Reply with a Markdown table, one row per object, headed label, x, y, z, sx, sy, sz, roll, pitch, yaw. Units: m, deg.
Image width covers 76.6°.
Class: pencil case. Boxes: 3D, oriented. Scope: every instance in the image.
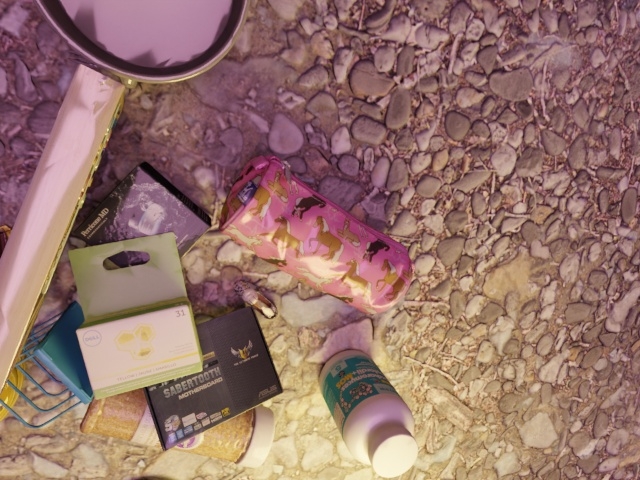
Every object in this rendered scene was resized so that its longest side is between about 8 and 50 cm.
| label | x | y | z | sx | sy | sz | roll | pitch | yaw |
| --- | --- | --- | --- | --- | --- | --- | --- | --- | --- |
| pencil case | 0.000 | 0.000 | 0.782 | 0.385 | 0.167 | 0.160 | 32 | 61 | -22 |

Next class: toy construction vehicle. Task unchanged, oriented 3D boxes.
| label | x | y | z | sx | sy | sz | roll | pitch | yaw |
| --- | --- | --- | --- | --- | --- | --- | --- | --- | --- |
| toy construction vehicle | -0.495 | 0.000 | 0.693 | 0.098 | 0.035 | 0.086 | -14 | 108 | -13 |

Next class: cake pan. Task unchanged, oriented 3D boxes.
| label | x | y | z | sx | sy | sz | roll | pitch | yaw |
| --- | --- | --- | --- | --- | --- | --- | --- | --- | --- |
| cake pan | -0.244 | -0.375 | 0.560 | 0.292 | 0.054 | 0.294 | -7 | 113 | -18 |

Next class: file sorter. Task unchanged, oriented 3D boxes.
| label | x | y | z | sx | sy | sz | roll | pitch | yaw |
| --- | --- | --- | --- | --- | --- | --- | --- | --- | --- |
| file sorter | -0.450 | 0.209 | 0.692 | 0.104 | 0.170 | 0.118 | -32 | 111 | -4 |

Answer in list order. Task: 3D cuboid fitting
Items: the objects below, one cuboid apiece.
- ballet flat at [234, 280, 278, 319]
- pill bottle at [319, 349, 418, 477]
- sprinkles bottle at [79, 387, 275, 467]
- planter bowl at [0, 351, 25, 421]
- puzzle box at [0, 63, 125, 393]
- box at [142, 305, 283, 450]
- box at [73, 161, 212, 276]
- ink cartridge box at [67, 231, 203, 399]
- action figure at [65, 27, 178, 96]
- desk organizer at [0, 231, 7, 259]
| label | x | y | z | sx | sy | sz | roll | pitch | yaw |
| --- | --- | --- | --- | --- | --- | --- | --- | --- | --- |
| ballet flat | -0.130 | 0.125 | 0.836 | 0.041 | 0.041 | 0.114 | -47 | 112 | -1 |
| pill bottle | 0.099 | 0.354 | 0.846 | 0.146 | 0.264 | 0.147 | -5 | 106 | -16 |
| sprinkles bottle | -0.272 | 0.358 | 0.812 | 0.355 | 0.121 | 0.121 | 24 | 96 | -21 |
| planter bowl | -0.564 | 0.241 | 0.639 | 0.217 | 0.090 | 0.218 | -8 | 100 | -61 |
| puzzle box | -0.378 | -0.028 | 0.573 | 0.052 | 0.272 | 0.410 | 22 | 92 | -28 |
| box | -0.209 | 0.249 | 0.766 | 0.232 | 0.059 | 0.184 | -17 | 79 | -27 |
| box | -0.304 | -0.027 | 0.714 | 0.156 | 0.093 | 0.158 | -47 | 111 | -1 |
| ink cartridge box | -0.301 | 0.119 | 0.661 | 0.170 | 0.056 | 0.236 | -11 | 102 | -14 |
| action figure | -0.303 | -0.372 | 0.624 | 0.185 | 0.099 | 0.286 | -5 | 110 | -23 |
| desk organizer | -0.583 | 0.012 | 0.645 | 0.130 | 0.050 | 0.047 | 2 | 104 | -3 |
